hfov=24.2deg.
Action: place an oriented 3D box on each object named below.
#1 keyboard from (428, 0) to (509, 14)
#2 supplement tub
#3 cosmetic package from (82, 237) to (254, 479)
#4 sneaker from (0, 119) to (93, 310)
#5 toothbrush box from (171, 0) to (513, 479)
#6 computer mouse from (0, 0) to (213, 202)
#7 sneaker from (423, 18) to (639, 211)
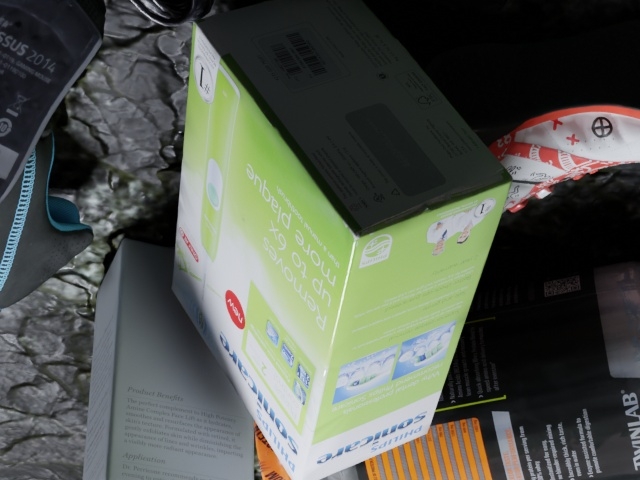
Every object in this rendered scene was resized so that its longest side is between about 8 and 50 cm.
[{"bbox_3d":[0.008,-0.241,0.904,0.317,0.033,0.201,12,145,-17],"label":"keyboard"},{"bbox_3d":[0.129,0.147,1.229,0.338,0.207,0.207,-12,139,12],"label":"supplement tub"},{"bbox_3d":[-0.117,0.120,1.166,0.117,0.231,0.085,15,137,-18],"label":"cosmetic package"},{"bbox_3d":[-0.268,-0.087,1.034,0.139,0.125,0.341,-28,137,-12],"label":"sneaker"},{"bbox_3d":[0.000,0.000,1.031,0.122,0.206,0.283,-21,147,-24],"label":"toothbrush box"},{"bbox_3d":[-0.205,-0.115,0.924,0.272,0.072,0.188,-51,138,2],"label":"computer mouse"},{"bbox_3d":[0.183,-0.082,1.064,0.270,0.090,0.145,-5,158,-13],"label":"sneaker"}]
